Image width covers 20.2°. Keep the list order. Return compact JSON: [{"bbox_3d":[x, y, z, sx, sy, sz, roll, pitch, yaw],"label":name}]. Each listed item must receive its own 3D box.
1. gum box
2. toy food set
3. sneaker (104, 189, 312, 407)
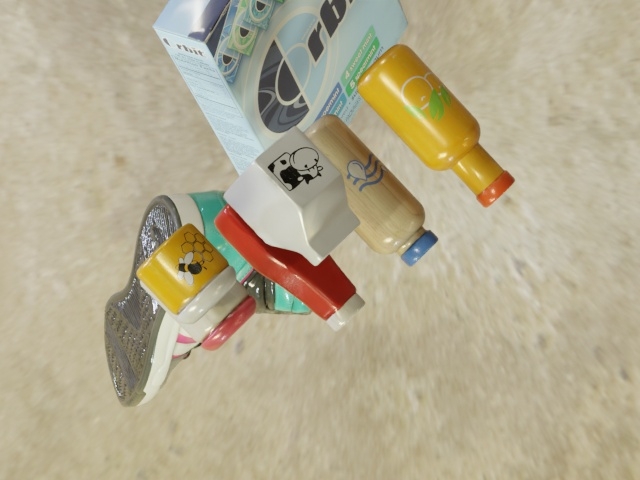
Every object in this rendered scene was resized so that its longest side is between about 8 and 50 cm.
[{"bbox_3d":[-0.018,-0.131,1.097,0.041,0.184,0.157,20,68,27],"label":"gum box"},{"bbox_3d":[0.000,0.000,0.988,0.104,0.232,0.111,46,138,1],"label":"toy food set"},{"bbox_3d":[-0.094,0.050,1.686,0.178,0.295,0.124,-7,59,-26],"label":"sneaker"}]
